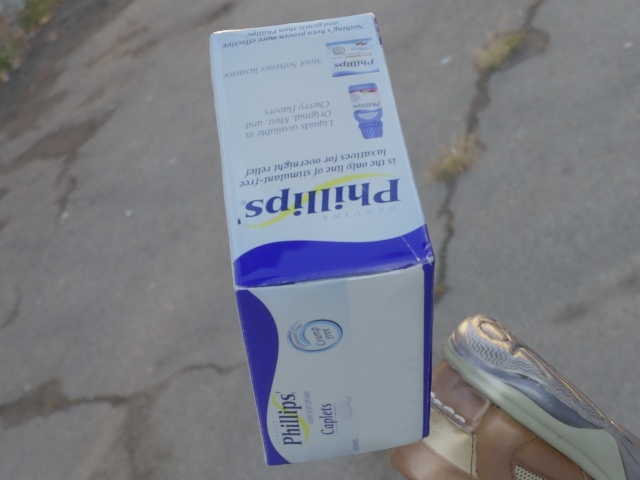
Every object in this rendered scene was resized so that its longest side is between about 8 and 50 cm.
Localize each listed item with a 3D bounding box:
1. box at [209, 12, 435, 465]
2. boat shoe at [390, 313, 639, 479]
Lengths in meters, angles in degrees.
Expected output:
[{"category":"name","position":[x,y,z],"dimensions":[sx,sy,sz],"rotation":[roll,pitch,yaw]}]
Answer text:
[{"category":"box","position":[0.000,0.000,0.495],"dimensions":[0.072,0.126,0.137],"rotation":[-7,51,-2]},{"category":"boat shoe","position":[0.171,0.176,0.759],"dimensions":[0.116,0.324,0.123],"rotation":[-50,20,4]}]
